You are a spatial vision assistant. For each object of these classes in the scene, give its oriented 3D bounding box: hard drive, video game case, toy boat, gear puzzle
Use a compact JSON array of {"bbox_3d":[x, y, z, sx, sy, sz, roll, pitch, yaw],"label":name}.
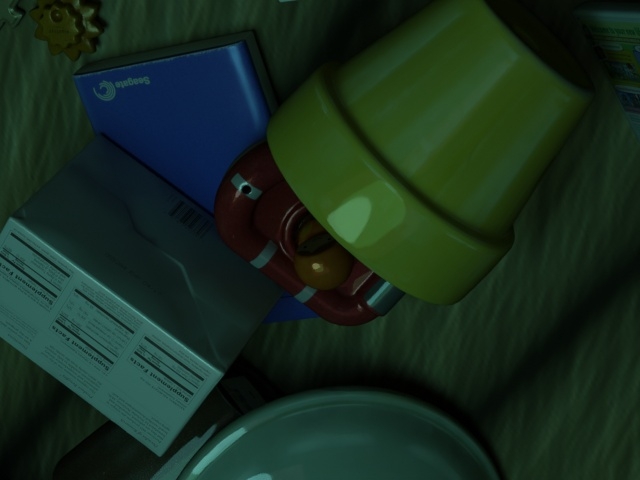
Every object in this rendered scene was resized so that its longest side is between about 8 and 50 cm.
[{"bbox_3d":[-0.118,-0.055,1.852,0.210,0.040,0.319,-8,114,26],"label":"hard drive"},{"bbox_3d":[0.311,-0.126,1.546,0.023,0.212,0.193,-31,103,-5],"label":"video game case"},{"bbox_3d":[0.000,0.000,1.737,0.231,0.151,0.151,37,106,-16],"label":"toy boat"},{"bbox_3d":[-0.372,-0.303,1.816,0.339,0.044,0.175,41,125,-3],"label":"gear puzzle"}]

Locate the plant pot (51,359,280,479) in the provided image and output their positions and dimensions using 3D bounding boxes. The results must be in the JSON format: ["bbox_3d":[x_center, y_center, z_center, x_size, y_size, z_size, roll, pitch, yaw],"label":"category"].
[{"bbox_3d":[-0.150,0.248,1.953,0.215,0.215,0.230,41,112,-3],"label":"plant pot"}]

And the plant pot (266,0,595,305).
[{"bbox_3d":[0.119,-0.109,1.617,0.254,0.254,0.239,42,109,-4],"label":"plant pot"}]

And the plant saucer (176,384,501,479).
[{"bbox_3d":[0.022,0.355,1.880,0.400,0.100,0.400,-4,114,-8],"label":"plant saucer"}]

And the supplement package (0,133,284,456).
[{"bbox_3d":[-0.199,0.054,1.797,0.262,0.204,0.145,37,125,0],"label":"supplement package"}]
